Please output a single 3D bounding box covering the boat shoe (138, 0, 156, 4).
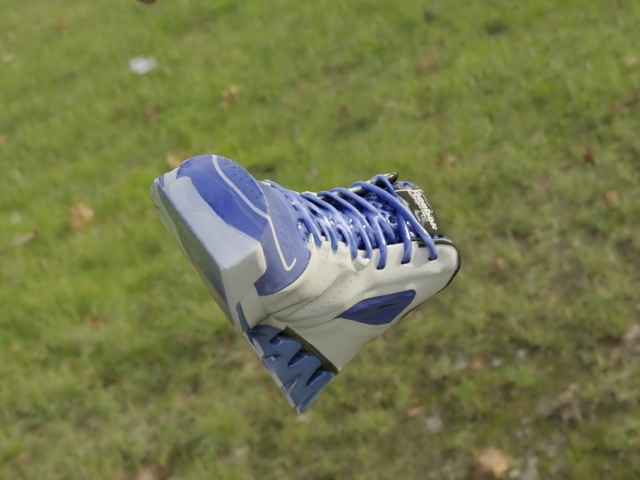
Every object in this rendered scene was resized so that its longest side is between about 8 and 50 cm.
[{"bbox_3d":[-0.165,-0.245,1.363,0.050,0.045,0.135,-10,-18,16],"label":"boat shoe"}]

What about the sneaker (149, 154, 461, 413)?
[{"bbox_3d":[0.000,0.001,1.192,0.182,0.315,0.127,-36,63,-4],"label":"sneaker"}]
